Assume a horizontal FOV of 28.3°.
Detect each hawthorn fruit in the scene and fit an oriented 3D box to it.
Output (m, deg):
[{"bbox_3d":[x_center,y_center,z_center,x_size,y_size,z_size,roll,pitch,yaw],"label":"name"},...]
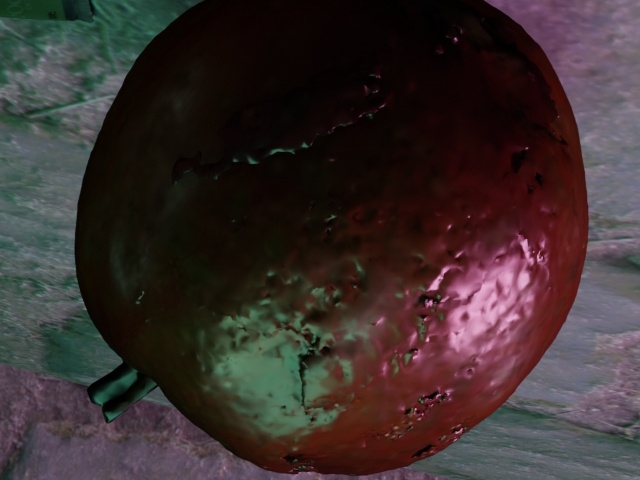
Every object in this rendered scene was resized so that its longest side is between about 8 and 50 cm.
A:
[{"bbox_3d":[0.014,-0.010,0.723,0.316,0.316,0.316,13,162,4],"label":"hawthorn fruit"}]

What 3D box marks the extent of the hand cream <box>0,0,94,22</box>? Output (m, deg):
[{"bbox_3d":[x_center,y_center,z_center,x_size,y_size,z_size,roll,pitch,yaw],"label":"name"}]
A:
[{"bbox_3d":[-0.265,-0.172,0.808,0.235,0.055,0.086,8,165,-3],"label":"hand cream"}]
